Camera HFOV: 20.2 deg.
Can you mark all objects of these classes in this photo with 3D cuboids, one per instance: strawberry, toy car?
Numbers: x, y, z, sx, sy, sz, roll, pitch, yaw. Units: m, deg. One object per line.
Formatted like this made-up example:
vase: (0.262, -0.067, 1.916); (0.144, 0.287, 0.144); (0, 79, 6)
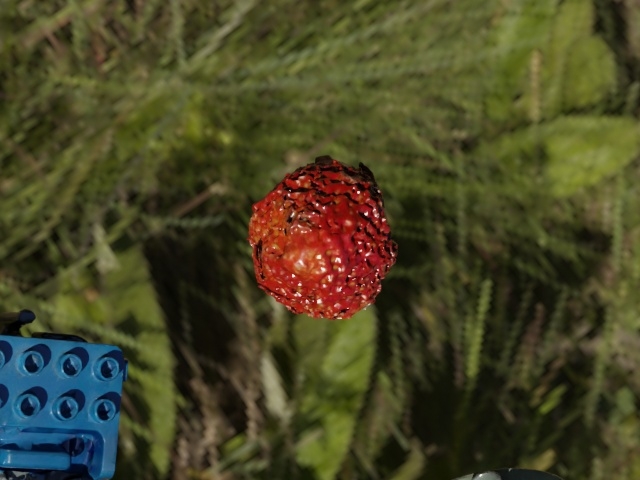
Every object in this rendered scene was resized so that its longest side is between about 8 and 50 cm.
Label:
strawberry: (0.000, 0.000, 2.060); (0.187, 0.184, 0.201); (-48, 175, 9)
toy car: (-0.144, 0.129, 0.871); (0.097, 0.191, 0.100); (8, 175, -35)

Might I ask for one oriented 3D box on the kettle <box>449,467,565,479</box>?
kettle: (0.139, 0.299, 1.292); (0.165, 0.255, 0.240); (-8, 143, -5)
